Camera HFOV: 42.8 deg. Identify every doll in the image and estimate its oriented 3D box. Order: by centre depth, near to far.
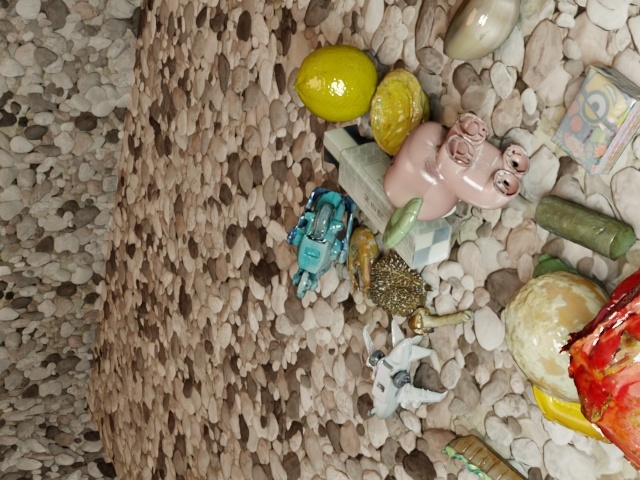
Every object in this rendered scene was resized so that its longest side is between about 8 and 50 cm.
[{"bbox_3d":[0.405,0.104,1.450,0.115,0.078,0.150,31,128,49],"label":"doll"},{"bbox_3d":[0.232,-0.110,1.571,0.216,0.284,0.268,36,146,-4],"label":"doll"}]

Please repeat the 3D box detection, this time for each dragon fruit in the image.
[{"bbox_3d":[0.491,0.175,1.120,0.296,0.296,0.301,-18,103,56],"label":"dragon fruit"}]

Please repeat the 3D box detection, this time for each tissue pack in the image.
[{"bbox_3d":[0.459,-0.196,1.340,0.108,0.060,0.148,57,136,39],"label":"tissue pack"}]

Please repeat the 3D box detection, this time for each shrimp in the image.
[{"bbox_3d":[0.105,0.059,1.937,0.132,0.052,0.187,136,131,-64],"label":"shrimp"}]

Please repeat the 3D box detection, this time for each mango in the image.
[{"bbox_3d":[0.441,0.280,1.417,0.187,0.066,0.101,38,117,43],"label":"mango"}]

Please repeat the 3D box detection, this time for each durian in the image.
[{"bbox_3d":[0.166,0.104,1.790,0.189,0.091,0.148,2,99,43],"label":"durian"}]

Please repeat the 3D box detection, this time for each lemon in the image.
[{"bbox_3d":[0.035,-0.355,1.856,0.178,0.203,0.178,172,90,-77],"label":"lemon"}]

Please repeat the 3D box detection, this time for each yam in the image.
[{"bbox_3d":[0.445,-0.023,1.376,0.169,0.068,0.068,34,121,49],"label":"yam"}]

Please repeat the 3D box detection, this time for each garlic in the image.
[{"bbox_3d":[0.284,-0.407,1.566,0.128,0.148,0.266,46,138,-6],"label":"garlic"}]

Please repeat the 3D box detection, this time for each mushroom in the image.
[{"bbox_3d":[0.252,0.161,1.704,0.187,0.060,0.061,-21,77,53],"label":"mushroom"}]

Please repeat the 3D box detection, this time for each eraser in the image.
[{"bbox_3d":[0.139,-0.108,1.798,0.404,0.098,0.096,54,152,39],"label":"eraser"}]

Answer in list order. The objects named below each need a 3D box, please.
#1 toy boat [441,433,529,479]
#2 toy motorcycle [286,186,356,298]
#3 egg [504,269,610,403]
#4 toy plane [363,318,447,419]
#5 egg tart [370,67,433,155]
[{"bbox_3d":[0.351,0.476,1.546,0.099,0.108,0.293,-48,53,8],"label":"toy boat"},{"bbox_3d":[0.000,0.000,1.975,0.206,0.154,0.260,-63,-9,-62],"label":"toy motorcycle"},{"bbox_3d":[0.406,0.161,1.337,0.233,0.195,0.195,46,138,3],"label":"egg"},{"bbox_3d":[0.159,0.307,1.821,0.251,0.101,0.255,40,127,34],"label":"toy plane"},{"bbox_3d":[0.176,-0.274,1.756,0.191,0.074,0.191,12,104,57],"label":"egg tart"}]
